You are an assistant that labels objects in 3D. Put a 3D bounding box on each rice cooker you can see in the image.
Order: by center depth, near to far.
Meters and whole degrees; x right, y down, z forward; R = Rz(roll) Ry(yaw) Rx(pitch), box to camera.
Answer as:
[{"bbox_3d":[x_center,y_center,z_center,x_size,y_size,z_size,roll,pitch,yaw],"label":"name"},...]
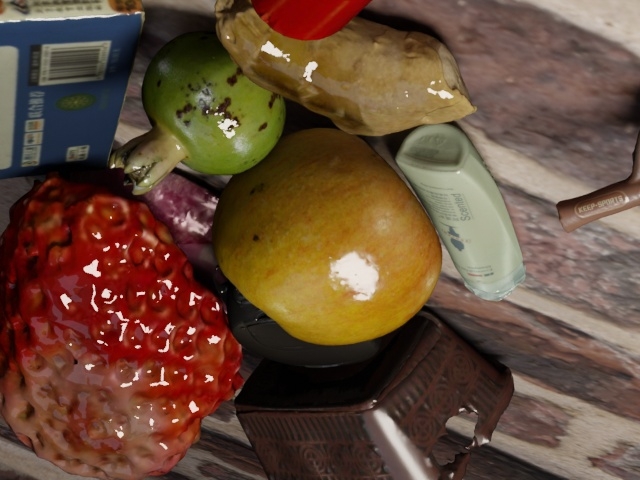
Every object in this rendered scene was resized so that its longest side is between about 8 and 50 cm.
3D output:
[{"bbox_3d":[-0.015,0.050,1.219,0.142,0.118,0.203,-3,152,16],"label":"rice cooker"}]

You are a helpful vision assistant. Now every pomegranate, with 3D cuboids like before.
[{"bbox_3d":[-0.094,-0.089,0.975,0.114,0.142,0.114,41,163,16],"label":"pomegranate"}]

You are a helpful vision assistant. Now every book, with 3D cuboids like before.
[{"bbox_3d":[-0.367,-0.105,1.028,0.428,0.039,0.300,-6,162,-17],"label":"book"}]

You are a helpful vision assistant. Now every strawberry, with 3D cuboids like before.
[{"bbox_3d":[-0.220,0.098,1.235,0.265,0.149,0.336,12,136,17],"label":"strawberry"}]

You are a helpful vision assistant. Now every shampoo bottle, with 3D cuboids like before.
[{"bbox_3d":[0.118,-0.019,1.059,0.072,0.049,0.212,9,155,27],"label":"shampoo bottle"}]

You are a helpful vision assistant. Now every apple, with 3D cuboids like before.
[{"bbox_3d":[0.000,0.000,1.035,0.182,0.155,0.182,54,176,6],"label":"apple"}]

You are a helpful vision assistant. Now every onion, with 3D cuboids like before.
[{"bbox_3d":[-0.159,0.023,1.321,0.250,0.111,0.247,35,155,-25],"label":"onion"}]

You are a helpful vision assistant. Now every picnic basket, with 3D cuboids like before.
[{"bbox_3d":[0.035,0.171,1.378,0.297,0.222,0.129,-9,126,50],"label":"picnic basket"}]

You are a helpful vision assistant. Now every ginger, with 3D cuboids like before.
[{"bbox_3d":[0.016,-0.121,0.898,0.190,0.068,0.095,22,163,-5],"label":"ginger"}]

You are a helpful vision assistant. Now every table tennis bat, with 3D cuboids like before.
[{"bbox_3d":[0.248,-0.067,0.899,0.170,0.119,0.107,-21,111,27],"label":"table tennis bat"}]

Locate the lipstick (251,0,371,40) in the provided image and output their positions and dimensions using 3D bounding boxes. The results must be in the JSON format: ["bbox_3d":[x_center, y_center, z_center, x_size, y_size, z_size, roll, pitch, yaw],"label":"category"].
[{"bbox_3d":[0.039,-0.189,0.729,0.073,0.073,0.280,27,157,-14],"label":"lipstick"}]
